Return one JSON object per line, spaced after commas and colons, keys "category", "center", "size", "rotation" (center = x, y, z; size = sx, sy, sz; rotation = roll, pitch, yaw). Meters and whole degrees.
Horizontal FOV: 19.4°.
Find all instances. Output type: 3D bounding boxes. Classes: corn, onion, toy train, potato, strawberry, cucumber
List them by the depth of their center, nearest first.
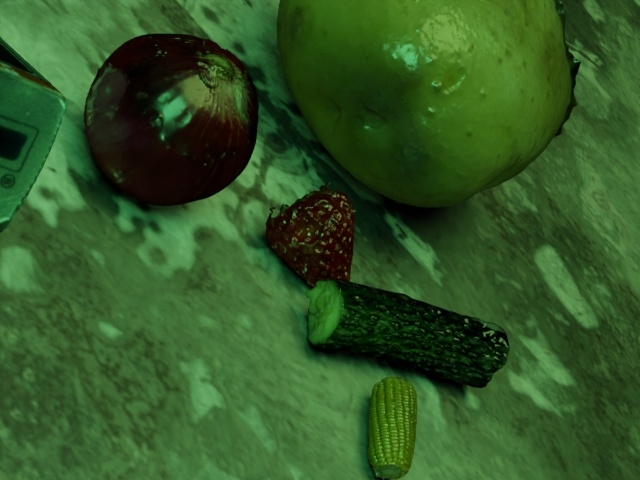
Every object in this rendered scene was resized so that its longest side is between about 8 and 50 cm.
{"category": "toy train", "center": [-0.262, -0.126, 1.074], "size": [0.089, 0.086, 0.409], "rotation": [20, 12, -37]}
{"category": "onion", "center": [-0.107, -0.089, 1.350], "size": [0.131, 0.131, 0.131], "rotation": [31, 33, -24]}
{"category": "corn", "center": [0.052, 0.135, 1.359], "size": [0.037, 0.037, 0.092], "rotation": [33, 36, -21]}
{"category": "strawberry", "center": [0.000, 0.000, 1.427], "size": [0.083, 0.073, 0.073], "rotation": [59, 30, -5]}
{"category": "cucumber", "center": [0.067, 0.070, 1.433], "size": [0.187, 0.058, 0.058], "rotation": [17, 41, -40]}
{"category": "potato", "center": [0.077, -0.143, 1.557], "size": [0.285, 0.242, 0.242], "rotation": [59, 27, -16]}
